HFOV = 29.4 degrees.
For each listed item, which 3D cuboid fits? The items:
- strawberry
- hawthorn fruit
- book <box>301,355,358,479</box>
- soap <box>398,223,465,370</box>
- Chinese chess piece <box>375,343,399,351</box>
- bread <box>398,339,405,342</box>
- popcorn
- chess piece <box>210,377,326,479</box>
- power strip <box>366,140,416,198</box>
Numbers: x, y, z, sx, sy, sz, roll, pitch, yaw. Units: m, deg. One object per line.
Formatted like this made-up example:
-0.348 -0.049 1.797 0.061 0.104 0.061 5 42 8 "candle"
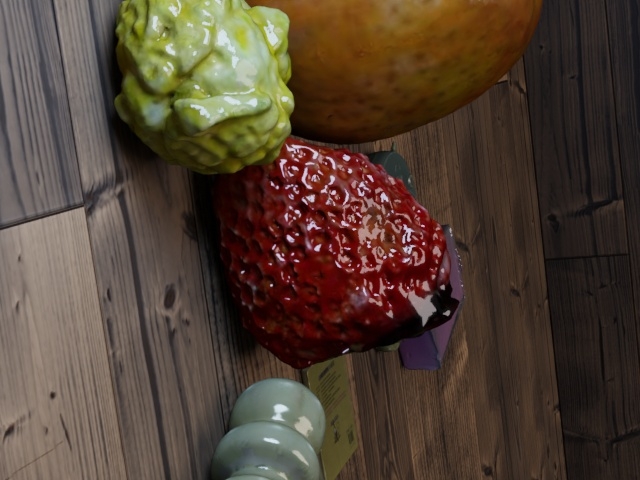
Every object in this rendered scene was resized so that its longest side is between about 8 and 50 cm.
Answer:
0.009 0.005 1.606 0.292 0.292 0.310 -10 78 -69 "strawberry"
0.085 -0.362 1.646 0.472 0.472 0.471 -4 90 -69 "hawthorn fruit"
0.018 0.267 1.915 0.168 0.013 0.192 -36 119 -66 "book"
0.206 0.107 2.343 0.259 0.081 0.181 -59 139 -55 "soap"
0.116 0.157 2.166 0.084 0.034 0.084 -6 90 -71 "Chinese chess piece"
0.083 0.058 1.944 0.102 0.138 0.196 66 30 -54 "bread"
-0.131 -0.190 1.384 0.256 0.195 0.255 58 24 -16 "popcorn"
-0.075 0.302 1.488 0.330 0.182 0.182 -75 152 -53 "chess piece"
0.117 -0.080 2.188 0.253 0.054 0.167 -70 149 -46 "power strip"
